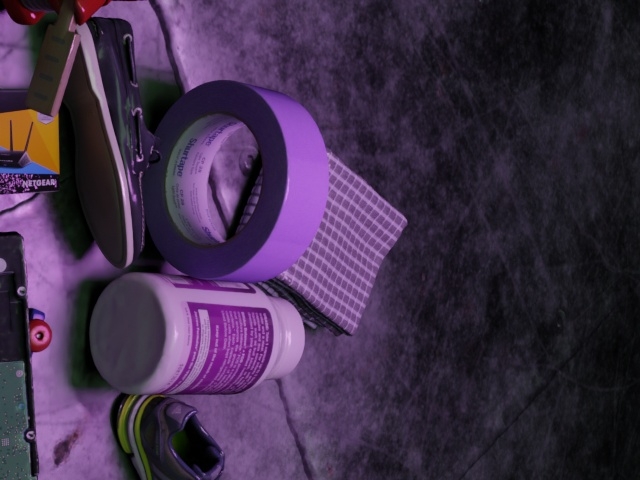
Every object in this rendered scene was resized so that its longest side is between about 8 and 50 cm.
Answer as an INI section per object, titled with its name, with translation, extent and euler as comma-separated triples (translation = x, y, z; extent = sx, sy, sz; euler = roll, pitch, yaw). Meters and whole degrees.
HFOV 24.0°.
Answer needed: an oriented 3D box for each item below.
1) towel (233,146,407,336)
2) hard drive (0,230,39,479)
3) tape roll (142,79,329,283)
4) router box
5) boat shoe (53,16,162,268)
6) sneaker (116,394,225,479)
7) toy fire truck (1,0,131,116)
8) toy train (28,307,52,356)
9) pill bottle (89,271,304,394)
[towel]
translation = 0.000, 0.000, 2.349
extent = 0.283, 0.121, 0.235
euler = 37, 66, -45
[hard drive]
translation = -0.459, 0.165, 1.775
extent = 0.237, 0.064, 0.339
euler = -5, 97, -18
[tape roll]
translation = -0.121, -0.080, 2.077
extent = 0.090, 0.274, 0.275
euler = 6, 88, -51
[router box]
translation = -0.413, -0.124, 1.901
extent = 0.179, 0.046, 0.133
euler = -7, 98, -50
[boat shoe]
translation = -0.268, -0.137, 2.014
extent = 0.113, 0.127, 0.340
euler = -18, 97, -36
[sneaker]
translation = -0.188, 0.346, 2.149
extent = 0.111, 0.121, 0.300
euler = -47, 126, -37
[toy fire truck]
translation = -0.326, -0.290, 1.857
extent = 0.246, 0.217, 0.158
euler = -52, 135, -34
[toy train]
translation = -0.443, 0.184, 1.857
extent = 0.143, 0.105, 0.248
euler = 27, 73, -36
[pill bottle]
translation = -0.164, 0.135, 2.125
extent = 0.301, 0.169, 0.169
euler = 7, 87, -50
